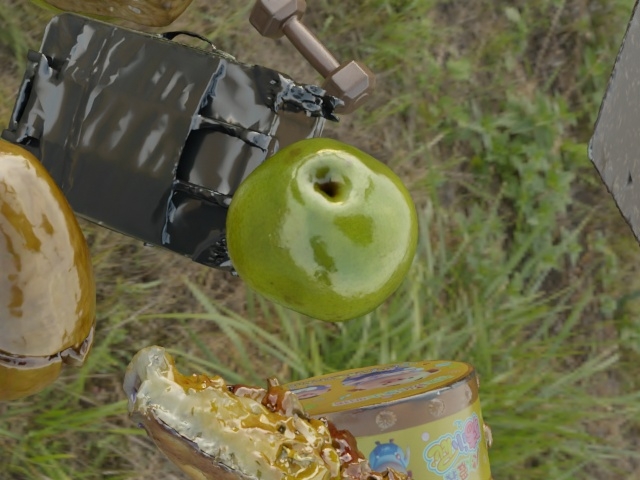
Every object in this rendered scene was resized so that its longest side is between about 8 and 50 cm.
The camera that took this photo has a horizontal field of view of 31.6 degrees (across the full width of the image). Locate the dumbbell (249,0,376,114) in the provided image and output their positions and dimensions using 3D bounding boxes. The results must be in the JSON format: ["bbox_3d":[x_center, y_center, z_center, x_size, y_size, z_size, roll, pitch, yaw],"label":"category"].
[{"bbox_3d":[-0.012,-0.296,1.762,0.082,0.092,0.231,-30,74,-41],"label":"dumbbell"}]

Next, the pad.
[{"bbox_3d":[0.239,-0.069,0.692,0.330,0.004,0.220,43,64,-51],"label":"pad"}]

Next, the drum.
[{"bbox_3d":[0.063,0.339,1.838,0.431,0.431,0.214,-12,92,-36],"label":"drum"}]

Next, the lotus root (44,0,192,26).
[{"bbox_3d":[-0.136,-0.299,0.738,0.193,0.193,0.291,12,80,-35],"label":"lotus root"}]

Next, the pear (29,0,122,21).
[{"bbox_3d":[-0.341,-0.444,1.615,0.321,0.269,0.269,23,69,-1],"label":"pear"}]

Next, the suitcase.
[{"bbox_3d":[-0.194,-0.128,1.462,0.194,0.434,0.283,12,96,-67],"label":"suitcase"}]

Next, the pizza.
[{"bbox_3d":[-0.015,0.155,0.750,0.305,0.161,0.085,48,66,-38],"label":"pizza"}]

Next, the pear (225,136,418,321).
[{"bbox_3d":[0.000,0.000,1.086,0.180,0.216,0.166,10,67,1],"label":"pear"}]

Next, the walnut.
[{"bbox_3d":[-0.346,0.020,1.192,0.209,0.209,0.336,-30,127,-34],"label":"walnut"}]
